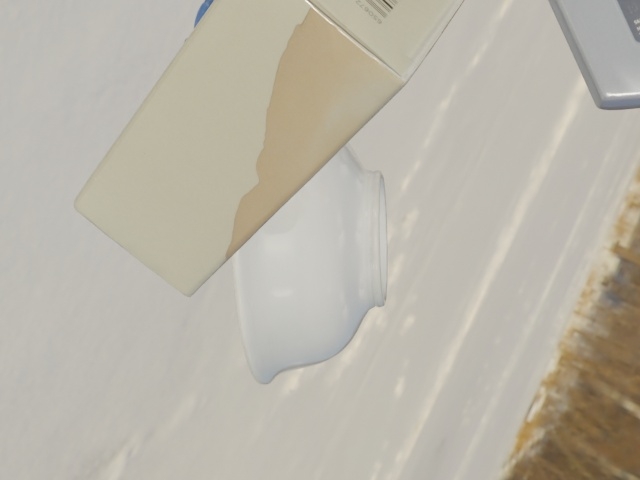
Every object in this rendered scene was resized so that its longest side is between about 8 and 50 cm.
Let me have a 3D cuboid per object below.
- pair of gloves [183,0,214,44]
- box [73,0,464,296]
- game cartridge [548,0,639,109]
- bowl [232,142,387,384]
[{"bbox_3d":[-0.121,-0.224,1.280,0.198,0.023,0.159,-39,143,-64],"label":"pair of gloves"},{"bbox_3d":[-0.044,-0.101,0.759,0.311,0.121,0.148,-41,-168,49],"label":"box"},{"bbox_3d":[0.356,-0.238,0.942,0.297,0.198,0.062,-22,176,5],"label":"game cartridge"},{"bbox_3d":[0.000,0.000,1.102,0.298,0.134,0.298,-1,90,-84],"label":"bowl"}]
